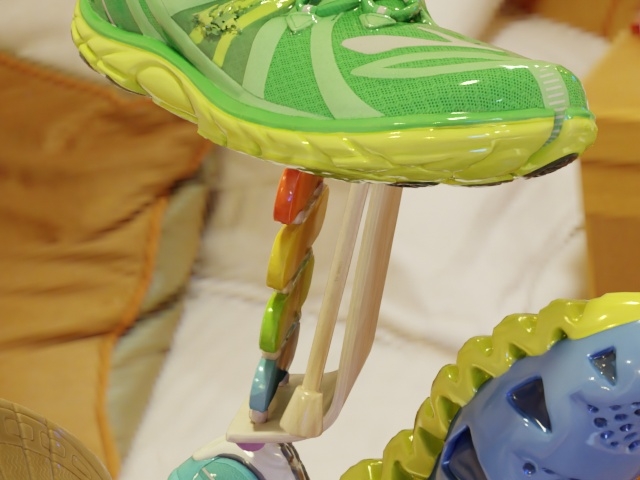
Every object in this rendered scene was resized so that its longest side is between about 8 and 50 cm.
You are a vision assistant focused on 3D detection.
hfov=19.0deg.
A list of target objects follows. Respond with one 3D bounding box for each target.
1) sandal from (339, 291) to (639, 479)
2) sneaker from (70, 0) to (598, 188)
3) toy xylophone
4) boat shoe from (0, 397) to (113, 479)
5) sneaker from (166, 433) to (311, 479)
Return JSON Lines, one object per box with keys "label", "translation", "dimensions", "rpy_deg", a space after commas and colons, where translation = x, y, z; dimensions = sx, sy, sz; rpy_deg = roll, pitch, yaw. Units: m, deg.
{"label": "sandal", "translation": [0.083, 0.135, 0.850], "dimensions": [0.126, 0.317, 0.138], "rpy_deg": [3, 54, -36]}
{"label": "sneaker", "translation": [-0.007, -0.099, 0.813], "dimensions": [0.109, 0.124, 0.295], "rpy_deg": [0, 18, -44]}
{"label": "toy xylophone", "translation": [0.000, 0.000, 1.305], "dimensions": [0.081, 0.323, 0.236], "rpy_deg": [13, 12, 8]}
{"label": "boat shoe", "translation": [-0.146, 0.089, 0.662], "dimensions": [0.059, 0.170, 0.063], "rpy_deg": [-37, 54, 31]}
{"label": "sneaker", "translation": [-0.033, 0.267, 1.492], "dimensions": [0.110, 0.275, 0.107], "rpy_deg": [-22, 21, 2]}
